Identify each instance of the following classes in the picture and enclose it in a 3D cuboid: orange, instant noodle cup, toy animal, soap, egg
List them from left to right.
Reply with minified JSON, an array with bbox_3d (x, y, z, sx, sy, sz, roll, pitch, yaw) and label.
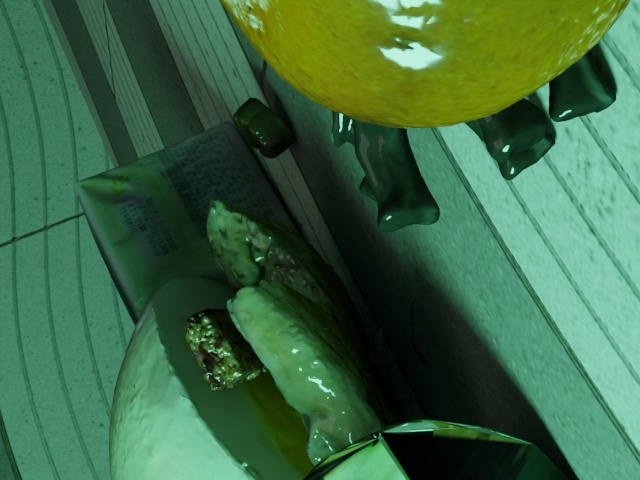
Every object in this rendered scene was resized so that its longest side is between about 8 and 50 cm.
[{"bbox_3d":[-0.127,0.005,1.554,0.138,0.182,0.199,78,165,-48],"label":"soap"},{"bbox_3d":[-0.080,0.211,1.375,0.337,0.201,0.337,39,-164,-14],"label":"egg"},{"bbox_3d":[0.031,-0.152,0.555,0.224,0.170,0.224,58,166,23],"label":"orange"},{"bbox_3d":[0.056,-0.092,0.761,0.146,0.115,0.245,60,146,7],"label":"toy animal"},{"bbox_3d":[0.082,0.256,1.008,0.240,0.240,0.178,62,175,27],"label":"instant noodle cup"}]

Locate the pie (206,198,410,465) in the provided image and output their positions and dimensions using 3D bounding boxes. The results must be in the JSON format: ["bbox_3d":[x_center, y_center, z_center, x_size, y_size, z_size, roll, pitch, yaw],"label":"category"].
[{"bbox_3d":[0.010,0.110,1.245,0.337,0.075,0.337,57,-174,-10],"label":"pie"}]

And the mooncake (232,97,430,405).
[{"bbox_3d":[0.011,-0.008,1.252,0.150,0.057,0.347,48,-172,-29],"label":"mooncake"}]

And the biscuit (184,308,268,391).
[{"bbox_3d":[-0.070,0.085,1.248,0.064,0.034,0.199,59,-172,5],"label":"biscuit"}]
